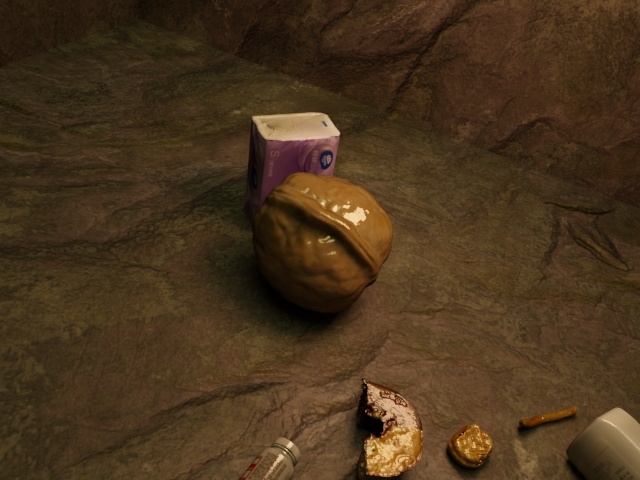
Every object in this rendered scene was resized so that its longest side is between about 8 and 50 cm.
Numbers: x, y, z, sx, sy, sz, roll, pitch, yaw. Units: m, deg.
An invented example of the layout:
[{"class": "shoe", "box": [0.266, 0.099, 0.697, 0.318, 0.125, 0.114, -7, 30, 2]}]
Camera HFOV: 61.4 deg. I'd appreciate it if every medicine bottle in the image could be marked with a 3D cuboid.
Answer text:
[{"class": "medicine bottle", "box": [0.692, 0.531, 1.130, 0.124, 0.179, 0.324, -10, 44, -29]}, {"class": "medicine bottle", "box": [-0.099, 0.447, 1.024, 0.079, 0.079, 0.140, 29, 40, 16]}]

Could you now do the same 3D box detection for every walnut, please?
[{"class": "walnut", "box": [0.000, 0.000, 1.422, 0.380, 0.382, 0.381, 10, 38, -8]}]

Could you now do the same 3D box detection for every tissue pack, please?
[{"class": "tissue pack", "box": [-0.090, -0.196, 1.617, 0.241, 0.339, 0.160, -8, 42, -21]}]

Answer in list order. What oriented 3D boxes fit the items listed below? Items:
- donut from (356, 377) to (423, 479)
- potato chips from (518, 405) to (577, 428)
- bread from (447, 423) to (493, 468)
[{"class": "donut", "box": [0.137, 0.420, 1.142, 0.141, 0.085, 0.217, 15, 39, -3]}, {"class": "potato chips", "box": [0.557, 0.435, 1.322, 0.203, 0.037, 0.026, 0, 50, -28]}, {"class": "bread", "box": [0.335, 0.458, 1.201, 0.110, 0.044, 0.083, -20, 52, -41]}]
